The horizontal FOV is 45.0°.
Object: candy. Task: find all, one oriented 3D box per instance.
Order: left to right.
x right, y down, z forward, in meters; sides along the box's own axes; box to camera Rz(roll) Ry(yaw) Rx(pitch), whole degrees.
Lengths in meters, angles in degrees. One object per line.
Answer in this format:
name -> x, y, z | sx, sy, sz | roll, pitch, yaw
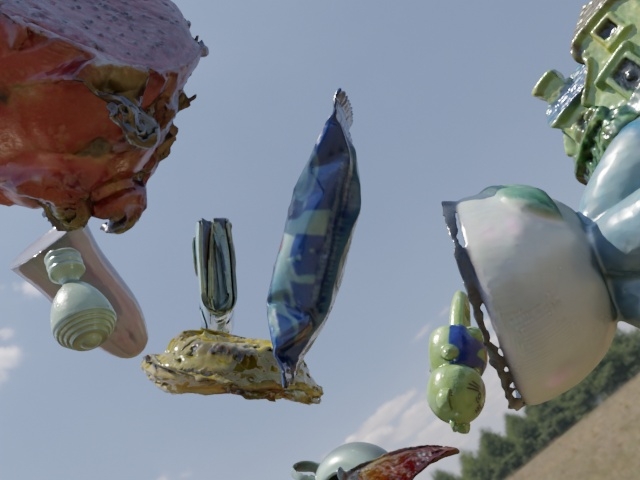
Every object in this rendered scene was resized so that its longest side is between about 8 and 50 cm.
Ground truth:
candy -> 0.000, 0.000, 0.882 | 0.187, 0.077, 0.331 | 49, -124, -83

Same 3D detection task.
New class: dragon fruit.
dragon fruit -> -0.190, -0.104, 0.508 | 0.211, 0.282, 0.147 | 5, -51, -42

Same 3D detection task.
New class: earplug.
earplug -> -0.456, 0.116, 1.550 | 0.172, 0.301, 0.172 | -29, 21, 12

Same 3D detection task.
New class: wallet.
wallet -> -0.185, 0.073, 1.356 | 0.075, 0.176, 0.250 | -3, -17, -9

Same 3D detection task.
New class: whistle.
whistle -> 0.204, 0.175, 1.132 | 0.085, 0.227, 0.105 | -8, -41, 26

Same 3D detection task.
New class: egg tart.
egg tart -> -0.124, 0.180, 1.113 | 0.279, 0.279, 0.095 | 27, -110, -68

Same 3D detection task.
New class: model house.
model house -> 0.346, -0.176, 0.907 | 0.195, 0.189, 0.214 | 3, -49, -39

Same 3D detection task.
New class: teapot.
teapot -> 0.070, 0.483, 1.469 | 0.129, 0.294, 0.193 | 12, -88, -59

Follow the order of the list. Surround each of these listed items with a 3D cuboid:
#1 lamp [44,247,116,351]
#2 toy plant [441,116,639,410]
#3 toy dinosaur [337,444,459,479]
lamp -> -0.415, 0.100, 1.317 | 0.106, 0.193, 0.106 | -20, -30, -12
toy plant -> 0.308, 0.010, 0.752 | 0.332, 0.247, 0.247 | -21, -17, 15
toy dinosaur -> 0.066, 0.417, 0.950 | 0.113, 0.327, 0.207 | 4, -10, -44
